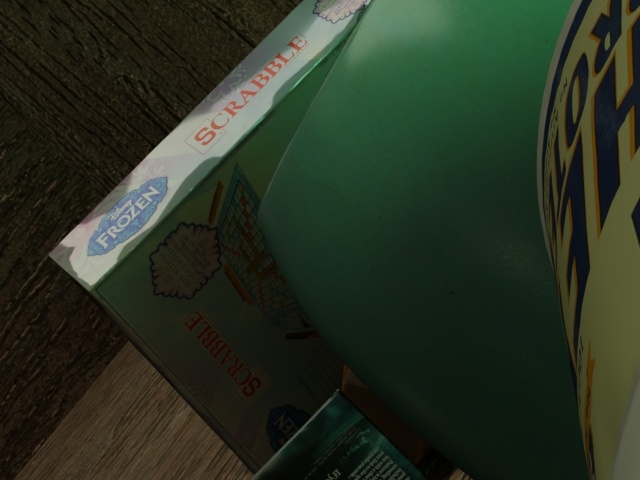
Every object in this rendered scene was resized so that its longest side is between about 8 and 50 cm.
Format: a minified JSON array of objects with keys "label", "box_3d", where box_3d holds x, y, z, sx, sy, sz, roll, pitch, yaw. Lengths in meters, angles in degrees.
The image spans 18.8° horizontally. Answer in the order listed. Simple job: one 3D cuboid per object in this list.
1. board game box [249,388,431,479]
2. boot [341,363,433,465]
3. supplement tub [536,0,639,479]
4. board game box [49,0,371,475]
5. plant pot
[{"label":"board game box","box_3d":[-0.010,0.191,1.060,0.186,0.126,0.026,-45,-14,-3]},{"label":"boot","box_3d":[0.081,0.018,1.342,0.220,0.109,0.283,-45,-37,-77]},{"label":"supplement tub","box_3d":[0.172,0.027,0.417,0.235,0.235,0.325,-43,14,17]},{"label":"board game box","box_3d":[0.000,0.000,1.468,0.318,0.318,0.066,-45,45,-9]},{"label":"plant pot","box_3d":[0.116,-0.026,0.844,0.293,0.235,0.293,-58,-3,-5]}]
